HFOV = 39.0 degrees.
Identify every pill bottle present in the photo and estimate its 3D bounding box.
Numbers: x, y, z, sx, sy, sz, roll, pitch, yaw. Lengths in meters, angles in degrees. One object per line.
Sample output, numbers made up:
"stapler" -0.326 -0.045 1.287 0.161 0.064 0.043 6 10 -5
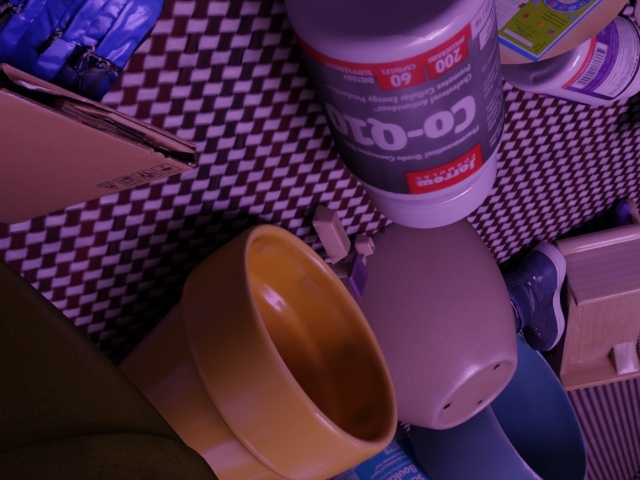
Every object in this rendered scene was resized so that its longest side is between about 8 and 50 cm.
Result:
"pill bottle" 0.145 0.440 1.481 0.146 0.264 0.146 -27 146 -20
"pill bottle" 0.280 -0.202 0.970 0.193 0.108 0.108 1 130 -47
"pill bottle" 0.078 -0.136 0.792 0.161 0.161 0.283 -36 148 -6

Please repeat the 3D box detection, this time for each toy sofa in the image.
"toy sofa" 0.468 0.100 1.535 0.150 0.177 0.362 -13 147 3

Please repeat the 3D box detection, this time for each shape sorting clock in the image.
"shape sorting clock" 0.181 -0.243 0.807 0.206 0.040 0.206 3 143 2

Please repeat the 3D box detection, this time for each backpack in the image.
"backpack" -0.165 -0.149 0.584 0.120 0.098 0.101 -45 147 12

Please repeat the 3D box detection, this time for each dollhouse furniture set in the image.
"dollhouse furniture set" 0.000 0.000 1.027 0.081 0.091 0.114 -7 130 24

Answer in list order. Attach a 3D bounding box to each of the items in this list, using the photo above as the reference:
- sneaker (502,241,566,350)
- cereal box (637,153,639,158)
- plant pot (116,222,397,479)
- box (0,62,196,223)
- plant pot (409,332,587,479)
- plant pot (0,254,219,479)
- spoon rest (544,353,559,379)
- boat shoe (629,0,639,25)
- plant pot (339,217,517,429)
"sneaker" 0.302 0.125 1.403 0.163 0.086 0.226 -37 138 -24
"cereal box" 0.524 -0.223 1.209 0.173 0.047 0.240 -36 154 -47
"plant pot" -0.088 0.148 0.921 0.239 0.254 0.254 -32 151 19
"box" -0.213 -0.056 0.614 0.201 0.021 0.164 -12 161 33
"plant pot" 0.259 0.298 1.443 0.195 0.290 0.290 -36 153 29
"plant pot" -0.276 0.169 0.623 0.366 0.353 0.366 -27 145 -20
"spoon rest" 0.427 0.267 1.725 0.276 0.084 0.137 -8 173 -41
"boat shoe" 0.341 -0.305 0.906 0.340 0.113 0.127 14 153 -44
"plant pot" 0.140 0.128 1.160 0.284 0.191 0.284 -27 147 -19
